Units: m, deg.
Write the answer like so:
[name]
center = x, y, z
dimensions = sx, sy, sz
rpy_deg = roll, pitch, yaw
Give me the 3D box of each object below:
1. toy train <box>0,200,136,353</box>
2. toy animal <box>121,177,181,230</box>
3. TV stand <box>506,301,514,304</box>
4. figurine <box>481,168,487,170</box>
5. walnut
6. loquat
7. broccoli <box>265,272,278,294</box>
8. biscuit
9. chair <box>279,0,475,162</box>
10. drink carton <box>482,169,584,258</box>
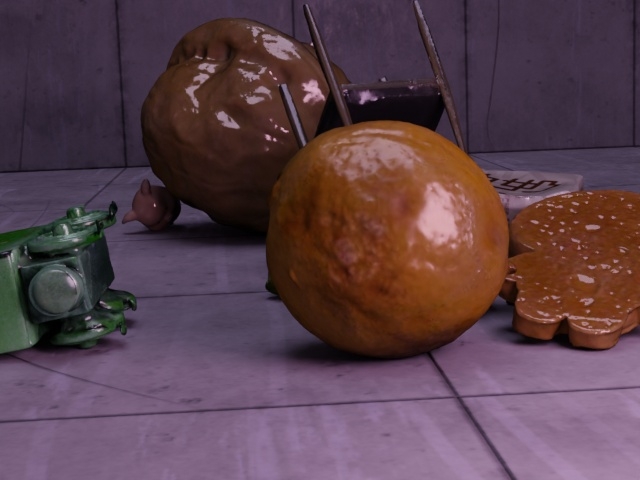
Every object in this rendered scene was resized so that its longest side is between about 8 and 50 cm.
[toy train]
center = -0.298, 0.044, 1.232
dimensions = 0.188, 0.132, 0.243
rpy_deg = -10, 9, 0
[toy animal]
center = -0.288, -0.057, 2.053
dimensions = 0.089, 0.083, 0.150
rpy_deg = 4, -6, 10
[TV stand]
center = 0.323, 0.057, 1.263
dimensions = 0.257, 0.040, 0.049
rpy_deg = 4, 10, 37
[figurine]
center = 0.242, -0.044, 1.726
dimensions = 0.229, 0.137, 0.112
rpy_deg = 6, -20, 26
[walnut]
center = -0.115, -0.184, 1.957
dimensions = 0.384, 0.383, 0.383
rpy_deg = -2, 8, 0
[loquat]
center = 0.060, 0.001, 1.108
dimensions = 0.238, 0.238, 0.193
rpy_deg = -4, -12, -10
[broccoli]
center = 0.059, 0.020, 1.342
dimensions = 0.304, 0.145, 0.165
rpy_deg = -11, -3, 37
[biscuit]
center = 0.284, 0.026, 1.219
dimensions = 0.202, 0.044, 0.288
rpy_deg = 7, 34, 18
[chair]
center = 0.070, -0.151, 1.493
dimensions = 0.188, 0.272, 0.166
rpy_deg = -6, -35, -20
[drink carton]
center = 0.170, -0.019, 1.520
dimensions = 0.325, 0.132, 0.194
rpy_deg = 1, 11, 15
